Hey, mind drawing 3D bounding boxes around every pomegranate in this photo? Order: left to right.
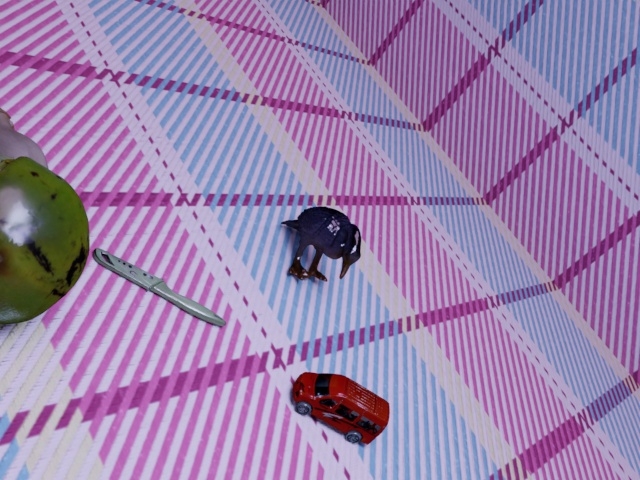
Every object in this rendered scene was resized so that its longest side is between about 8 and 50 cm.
[{"bbox_3d":[-0.483,-0.007,1.002,0.261,0.260,0.340,37,7,-7],"label":"pomegranate"}]

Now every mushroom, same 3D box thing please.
[{"bbox_3d":[-0.589,-0.173,1.226,0.212,0.088,0.097,47,22,22],"label":"mushroom"}]

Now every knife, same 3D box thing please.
[{"bbox_3d":[-0.312,0.094,1.259,0.293,0.020,0.043,30,35,-15],"label":"knife"}]

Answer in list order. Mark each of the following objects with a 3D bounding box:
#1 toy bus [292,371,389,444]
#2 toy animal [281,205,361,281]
[{"bbox_3d":[0.040,0.325,1.284,0.195,0.089,0.081,33,32,-12],"label":"toy bus"},{"bbox_3d":[0.000,0.000,1.561,0.122,0.185,0.298,17,20,-27],"label":"toy animal"}]
